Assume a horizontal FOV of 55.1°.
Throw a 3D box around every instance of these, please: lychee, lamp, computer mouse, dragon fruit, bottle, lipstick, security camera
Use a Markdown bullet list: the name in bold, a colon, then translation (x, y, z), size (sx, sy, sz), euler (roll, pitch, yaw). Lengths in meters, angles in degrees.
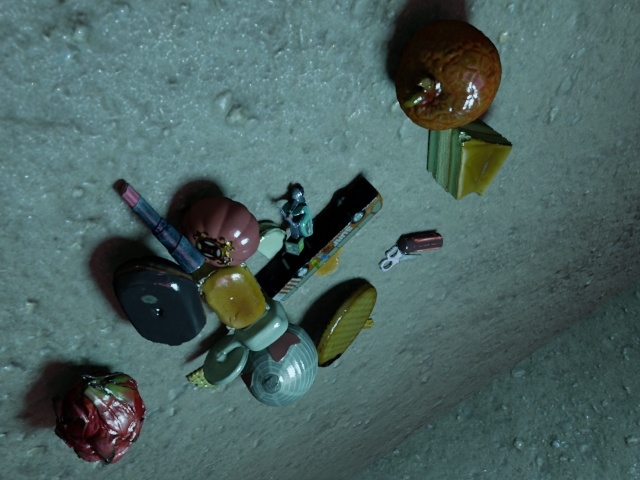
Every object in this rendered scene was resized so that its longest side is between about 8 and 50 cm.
- **lychee**: translation (0.287, -0.369, 1.391), size (0.300, 0.255, 0.255), euler (-51, 158, -43)
- **lamp**: translation (-0.121, 0.367, 1.822), size (0.233, 0.233, 0.265), euler (12, 116, -47)
- **computer mouse**: translation (-0.372, 0.134, 1.435), size (0.182, 0.116, 0.323), euler (1, 143, 2)
- **dragon fruit**: translation (-0.543, 0.426, 1.520), size (0.233, 0.234, 0.293), euler (-18, 154, -26)
- **lamp**: translation (-0.223, -0.025, 1.395), size (0.182, 0.140, 0.182), euler (11, 139, 9)
- **bottle**: translation (0.319, 0.010, 1.973), size (0.164, 0.060, 0.060), euler (-6, 132, -36)
- **lipstick**: translation (-0.338, -0.030, 1.303), size (0.053, 0.053, 0.234), euler (-37, 116, -2)
- **security camera**: translation (-0.224, 0.276, 1.710), size (0.301, 0.157, 0.080), euler (-41, 130, 3)

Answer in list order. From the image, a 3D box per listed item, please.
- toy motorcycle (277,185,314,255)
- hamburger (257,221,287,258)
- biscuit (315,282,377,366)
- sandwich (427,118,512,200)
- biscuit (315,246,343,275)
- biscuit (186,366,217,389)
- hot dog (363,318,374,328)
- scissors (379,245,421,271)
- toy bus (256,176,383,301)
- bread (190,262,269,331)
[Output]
- **toy motorcycle**: translation (-0.061, -0.055, 1.557), size (0.100, 0.058, 0.173), euler (-56, 151, -40)
- **hamburger**: translation (-0.132, -0.004, 1.578), size (0.084, 0.054, 0.121), euler (-43, 146, -2)
- **biscuit**: translation (0.080, 0.275, 1.981), size (0.318, 0.040, 0.318), euler (-46, 157, -26)
- **sandwich**: translation (0.378, -0.227, 1.690), size (0.227, 0.155, 0.198), euler (1, 128, -41)
- **biscuit**: translation (0.015, 0.048, 1.779), size (0.118, 0.023, 0.140), euler (-36, 143, -4)
- **biscuit**: translation (-0.296, 0.395, 1.882), size (0.203, 0.016, 0.144), euler (-32, 143, -11)
- **hot dog**: translation (0.156, 0.292, 2.161), size (0.083, 0.021, 0.037), euler (9, 101, -42)
- **scissors**: translation (0.271, 0.057, 2.016), size (0.189, 0.015, 0.100), euler (-2, 128, -40)
- **toy bus**: translation (0.000, 0.000, 1.661), size (0.409, 0.093, 0.092), euler (-44, 151, 7)
- **bread**: translation (-0.229, 0.129, 1.579), size (0.136, 0.107, 0.241), euler (-32, 138, -7)
